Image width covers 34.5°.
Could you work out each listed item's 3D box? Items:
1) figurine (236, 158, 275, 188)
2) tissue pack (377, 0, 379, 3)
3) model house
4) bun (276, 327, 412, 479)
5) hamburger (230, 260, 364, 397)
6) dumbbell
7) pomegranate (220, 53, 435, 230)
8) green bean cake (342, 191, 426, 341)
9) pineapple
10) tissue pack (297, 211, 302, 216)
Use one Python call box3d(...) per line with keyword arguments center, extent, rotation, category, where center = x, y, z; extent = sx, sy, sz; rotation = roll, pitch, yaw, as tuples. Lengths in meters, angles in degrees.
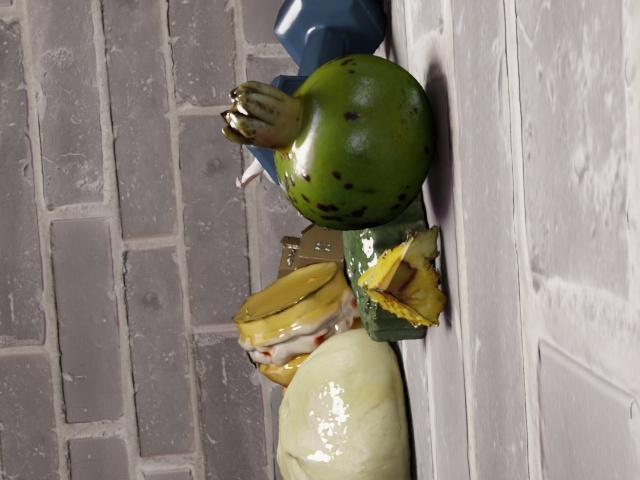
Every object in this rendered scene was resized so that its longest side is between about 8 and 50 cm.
box3d(center=(-0.002, -0.145, 1.629), extent=(0.315, 0.284, 0.207), rotation=(25, 111, 59), category="figurine")
box3d(center=(0.060, -0.369, 1.531), extent=(0.156, 0.051, 0.112), rotation=(90, 176, -59), category="tissue pack")
box3d(center=(0.000, 0.000, 2.431), extent=(0.181, 0.176, 0.248), rotation=(88, -167, -48), category="model house")
box3d(center=(0.030, 0.315, 1.645), extent=(0.364, 0.202, 0.365), rotation=(178, 90, -87), category="bun")
box3d(center=(-0.027, 0.195, 2.111), extent=(0.276, 0.276, 0.237), rotation=(-108, -6, -78), category="hamburger")
box3d(center=(-0.001, -0.216, 1.359), extent=(0.156, 0.143, 0.316), rotation=(-51, 20, 42), category="dumbbell")
box3d(center=(0.011, -0.111, 1.116), extent=(0.202, 0.247, 0.202), rotation=(-167, 90, -68), category="pomegranate")
box3d(center=(0.085, 0.017, 1.296), extent=(0.183, 0.094, 0.185), rotation=(92, 168, -57), category="green bean cake")
box3d(center=(0.094, 0.030, 1.133), extent=(0.077, 0.114, 0.114), rotation=(24, -91, -51), category="pineapple")
box3d(center=(0.000, -0.176, 2.246), extent=(0.234, 0.125, 0.159), rotation=(-97, 5, -56), category="tissue pack")
